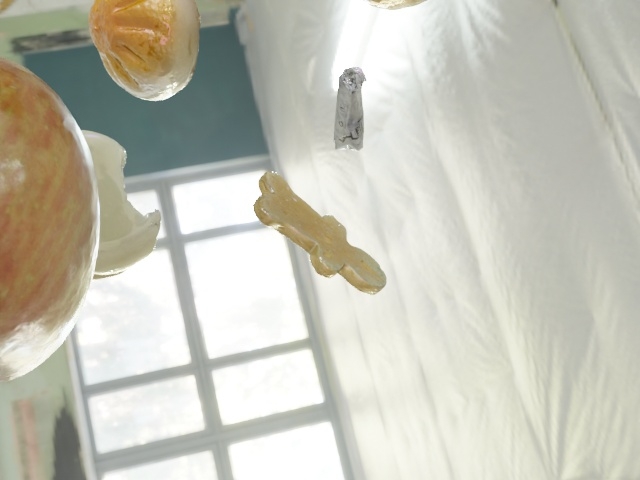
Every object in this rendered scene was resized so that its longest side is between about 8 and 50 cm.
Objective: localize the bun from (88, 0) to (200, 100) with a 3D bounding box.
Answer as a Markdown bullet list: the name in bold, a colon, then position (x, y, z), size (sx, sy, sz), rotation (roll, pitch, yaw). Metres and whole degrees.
- **bun**: position (-0.378, -0.431, 1.806), size (0.299, 0.164, 0.299), rotation (17, -68, 51)

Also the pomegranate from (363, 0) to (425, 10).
- **pomegranate**: position (0.110, -0.442, 1.303), size (0.207, 0.207, 0.207), rotation (169, -90, -78)

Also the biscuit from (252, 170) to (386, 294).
- **biscuit**: position (0.000, 0.000, 1.282), size (0.030, 0.234, 0.153), rotation (-46, -164, 26)

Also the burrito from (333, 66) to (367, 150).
- **burrito**: position (0.062, -0.267, 1.848), size (0.064, 0.064, 0.203), rotation (-115, -160, -48)

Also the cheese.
- **cheese**: position (-0.410, -0.060, 1.533), size (0.127, 0.233, 0.266), rotation (-23, -95, 49)

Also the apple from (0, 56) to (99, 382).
- **apple**: position (-0.313, -0.024, 0.736), size (0.309, 0.277, 0.250), rotation (-18, -126, 48)
